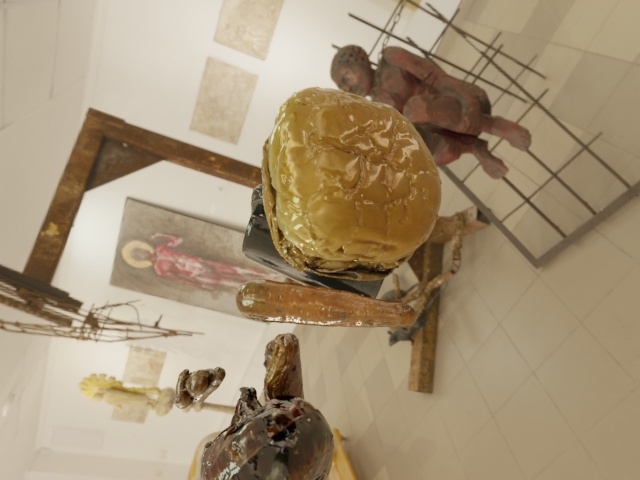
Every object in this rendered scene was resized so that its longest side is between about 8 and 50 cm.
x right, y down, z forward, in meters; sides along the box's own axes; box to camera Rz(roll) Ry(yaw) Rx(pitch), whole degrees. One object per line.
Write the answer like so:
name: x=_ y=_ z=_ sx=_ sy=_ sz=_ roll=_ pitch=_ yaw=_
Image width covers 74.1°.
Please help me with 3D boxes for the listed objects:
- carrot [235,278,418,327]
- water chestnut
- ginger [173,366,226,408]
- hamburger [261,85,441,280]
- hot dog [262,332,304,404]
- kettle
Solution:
carrot: x=0.004 y=0.067 z=0.438 sx=0.047 sy=0.191 sz=0.047 roll=2 pitch=-90 yaw=-77
water chestnut: x=-0.118 y=0.436 z=0.884 sx=0.300 sy=0.299 sz=0.300 roll=-164 pitch=90 yaw=-72
ginger: x=-0.308 y=0.353 z=1.040 sx=0.162 sy=0.103 sz=0.073 roll=-47 pitch=63 yaw=32
hamburger: x=0.055 y=-0.083 z=0.659 sx=0.158 sy=0.318 sz=0.319 roll=-31 pitch=46 yaw=56
hot dog: x=-0.091 y=0.340 z=1.056 sx=0.160 sy=0.099 sz=0.227 roll=-96 pitch=-1 yaw=-71
kettle: x=-0.005 y=0.013 z=0.914 sx=0.262 sy=0.307 sz=0.203 roll=-46 pitch=-23 yaw=-82
